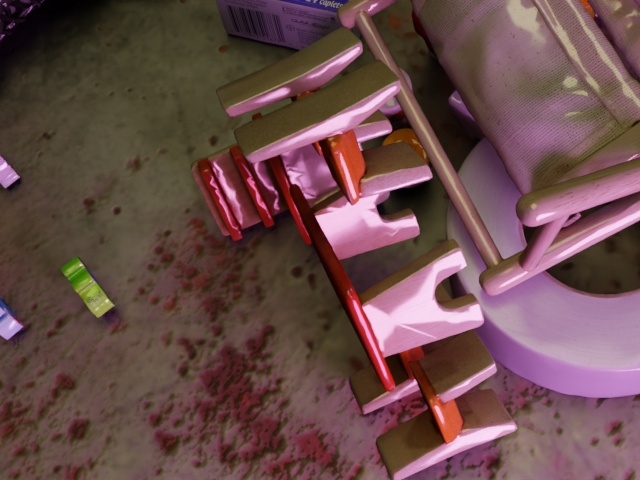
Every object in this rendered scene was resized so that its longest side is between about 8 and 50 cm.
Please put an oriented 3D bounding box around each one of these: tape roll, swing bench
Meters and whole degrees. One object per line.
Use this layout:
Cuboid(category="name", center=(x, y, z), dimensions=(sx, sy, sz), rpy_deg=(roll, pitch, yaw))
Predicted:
Cuboid(category="tape roll", center=(0.203, 0.002, 0.672), dimensions=(0.219, 0.072, 0.219), rpy_deg=(-3, 64, 6))
Cuboid(category="swing bench", center=(0.175, -0.141, 0.597), dimensions=(0.254, 0.165, 0.253), rpy_deg=(-23, 73, -7))

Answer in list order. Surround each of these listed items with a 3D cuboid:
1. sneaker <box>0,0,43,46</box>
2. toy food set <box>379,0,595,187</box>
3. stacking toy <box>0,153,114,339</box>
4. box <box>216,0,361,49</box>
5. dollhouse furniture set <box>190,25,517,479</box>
Cuboid(category="sneaker", center=(-0.320, -0.203, 0.835), dimensions=(0.271, 0.100, 0.108), rpy_deg=(-28, 84, 3))
Cuboid(category="toy food set", center=(0.123, -0.141, 0.749), dimensions=(0.111, 0.104, 0.232), rpy_deg=(40, 88, 15))
Cuboid(category="stacking toy", center=(-0.290, 0.031, 0.745), dimensions=(0.167, 0.052, 0.221), rpy_deg=(-40, 68, -9))
Cuboid(category="box", center=(-0.011, -0.248, 0.820), dimensions=(0.126, 0.072, 0.137), rpy_deg=(15, 67, 14))
Cuboid(category="dollhouse furniture set", center=(0.000, 0.000, 0.620), dimensions=(0.135, 0.262, 0.259), rpy_deg=(-24, 30, -2))
